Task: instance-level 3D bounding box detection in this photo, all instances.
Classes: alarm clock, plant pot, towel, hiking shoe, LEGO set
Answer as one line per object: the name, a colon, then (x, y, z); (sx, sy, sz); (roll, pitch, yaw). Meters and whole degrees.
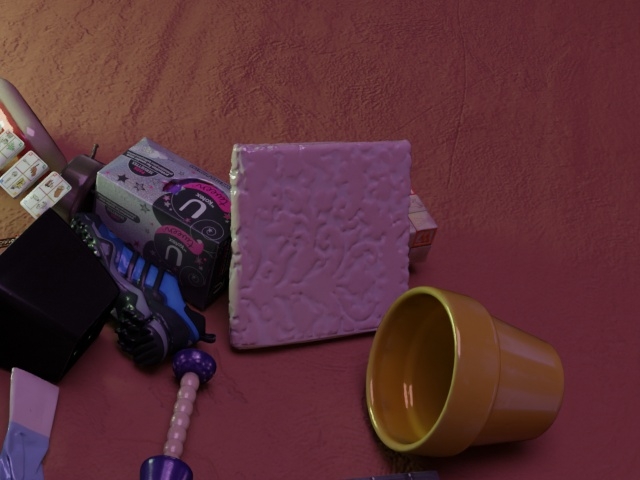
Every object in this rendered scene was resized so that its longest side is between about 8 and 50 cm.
alarm clock: (-0.412, -0.061, 2.073); (0.064, 0.129, 0.192); (29, 70, 10)
plant pot: (0.234, 0.214, 1.910); (0.239, 0.254, 0.254); (12, 41, -28)
plant pot: (-0.415, 0.099, 1.869); (0.167, 0.188, 0.187); (33, 44, 1)
towel: (0.000, 0.000, 2.004); (0.317, 0.332, 0.053); (-5, 15, -25)
hiking shoe: (-0.302, 0.073, 1.990); (0.132, 0.113, 0.304); (-13, 57, -42)
LEGO set: (-0.537, -0.042, 2.004); (0.182, 0.060, 0.244); (39, 78, 27)

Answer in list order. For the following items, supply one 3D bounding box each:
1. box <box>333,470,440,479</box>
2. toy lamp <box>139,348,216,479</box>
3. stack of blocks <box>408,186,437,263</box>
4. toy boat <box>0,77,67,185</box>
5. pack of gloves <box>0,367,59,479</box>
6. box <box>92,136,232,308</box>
box: (0.110, 0.443, 1.754); (0.183, 0.056, 0.231); (-2, 46, -19)
toy lamp: (-0.212, 0.281, 1.810); (0.080, 0.080, 0.275); (12, 42, -5)
stack of blocks: (0.031, -0.031, 2.146); (0.297, 0.087, 0.171); (-8, 49, -24)
toy boat: (-0.555, -0.171, 2.148); (0.151, 0.151, 0.231); (-35, 59, -7)
pack of gloves: (-0.468, 0.272, 1.728); (0.195, 0.046, 0.232); (33, 37, -33)
box: (-0.244, -0.031, 2.055); (0.247, 0.163, 0.142); (29, 43, 14)
